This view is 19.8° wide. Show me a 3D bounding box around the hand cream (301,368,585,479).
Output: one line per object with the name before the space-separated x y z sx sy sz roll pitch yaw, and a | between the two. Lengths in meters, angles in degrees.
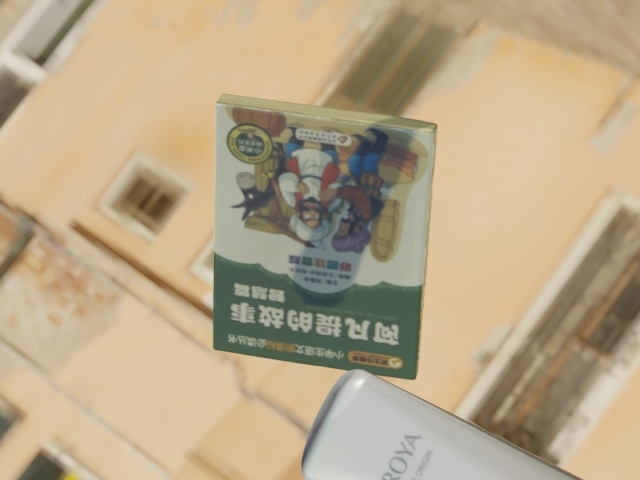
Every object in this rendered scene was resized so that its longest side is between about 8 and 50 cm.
hand cream | 0.115 0.150 1.041 0.255 0.079 0.048 23 -160 -4

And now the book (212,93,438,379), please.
book | 0.000 0.000 1.690 0.202 0.264 0.027 8 -150 9
